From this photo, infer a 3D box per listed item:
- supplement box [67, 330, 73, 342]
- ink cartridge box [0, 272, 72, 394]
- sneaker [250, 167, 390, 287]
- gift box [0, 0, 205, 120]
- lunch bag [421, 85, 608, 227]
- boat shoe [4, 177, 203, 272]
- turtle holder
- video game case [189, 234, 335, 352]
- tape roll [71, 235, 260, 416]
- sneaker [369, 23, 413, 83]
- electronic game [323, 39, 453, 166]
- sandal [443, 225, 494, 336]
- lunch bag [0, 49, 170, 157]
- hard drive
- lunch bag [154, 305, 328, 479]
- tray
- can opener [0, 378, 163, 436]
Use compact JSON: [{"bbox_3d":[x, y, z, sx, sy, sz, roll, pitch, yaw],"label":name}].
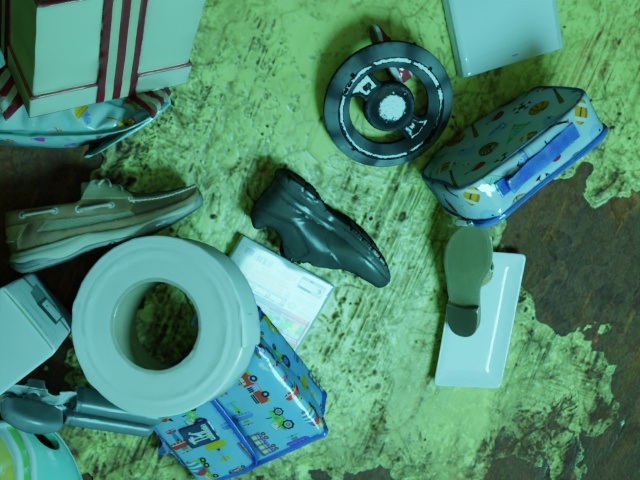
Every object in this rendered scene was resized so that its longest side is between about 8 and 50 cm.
[{"bbox_3d":[-0.371,0.150,1.621,0.098,0.036,0.062,-37,110,-6],"label":"supplement box"},{"bbox_3d":[-0.500,0.164,1.445,0.211,0.289,0.121,-39,97,-5],"label":"ink cartridge box"},{"bbox_3d":[0.000,0.000,1.677,0.286,0.109,0.130,39,99,-14],"label":"sneaker"},{"bbox_3d":[-0.299,-0.300,1.214,0.255,0.258,0.276,-13,70,-23],"label":"gift box"},{"bbox_3d":[0.330,-0.144,1.657,0.303,0.243,0.115,-39,110,-6],"label":"lunch bag"},{"bbox_3d":[-0.349,-0.046,1.541,0.324,0.123,0.116,-18,90,-19],"label":"boat shoe"},{"bbox_3d":[-0.522,0.402,1.504,0.320,0.243,0.227,1,79,-53],"label":"turtle holder"},{"bbox_3d":[-0.102,0.114,1.703,0.201,0.023,0.183,30,93,-22],"label":"video game case"},{"bbox_3d":[-0.244,0.134,1.522,0.286,0.100,0.286,0,87,11],"label":"tape roll"},{"bbox_3d":[0.134,-0.333,1.659,0.067,0.042,0.118,-31,117,-4],"label":"sneaker"},{"bbox_3d":[0.118,-0.234,1.658,0.229,0.048,0.229,-5,118,-9],"label":"electronic game"},{"bbox_3d":[0.277,0.057,1.756,0.088,0.079,0.240,13,120,22],"label":"sandal"},{"bbox_3d":[-0.366,-0.206,1.437,0.262,0.223,0.160,2,92,-17],"label":"lunch bag"},{"bbox_3d":[0.307,-0.464,1.684,0.203,0.040,0.307,-18,108,-12],"label":"hard drive"},{"bbox_3d":[-0.167,0.291,1.675,0.293,0.138,0.221,-31,112,13],"label":"lunch bag"},{"bbox_3d":[0.299,0.149,1.830,0.145,0.030,0.270,5,101,-19],"label":"tray"},{"bbox_3d":[-0.387,0.283,1.543,0.280,0.093,0.074,15,132,-36],"label":"can opener"}]
